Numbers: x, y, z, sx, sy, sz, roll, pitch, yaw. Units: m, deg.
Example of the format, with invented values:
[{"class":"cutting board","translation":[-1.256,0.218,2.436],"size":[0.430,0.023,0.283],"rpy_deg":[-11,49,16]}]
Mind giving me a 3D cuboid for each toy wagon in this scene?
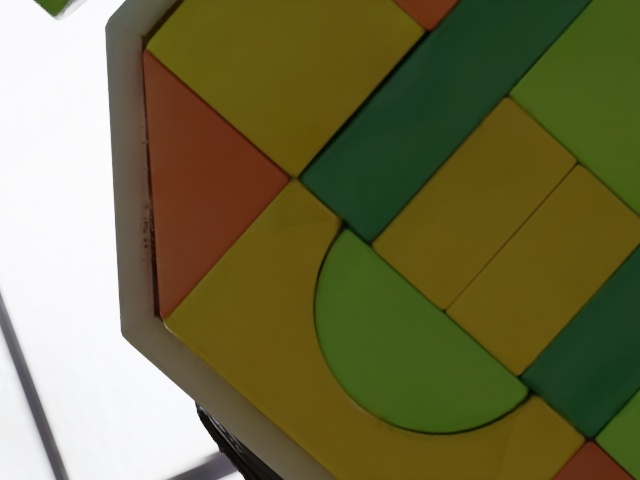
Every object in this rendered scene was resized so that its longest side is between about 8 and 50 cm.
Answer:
[{"class":"toy wagon","translation":[0.101,-0.072,0.512],"size":[0.344,0.267,0.068],"rpy_deg":[-48,5,4]}]

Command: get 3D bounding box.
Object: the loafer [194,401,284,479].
[{"class":"loafer","translation":[-0.014,0.168,1.360],"size":[0.080,0.220,0.078],"rpy_deg":[-27,-23,-41]}]
